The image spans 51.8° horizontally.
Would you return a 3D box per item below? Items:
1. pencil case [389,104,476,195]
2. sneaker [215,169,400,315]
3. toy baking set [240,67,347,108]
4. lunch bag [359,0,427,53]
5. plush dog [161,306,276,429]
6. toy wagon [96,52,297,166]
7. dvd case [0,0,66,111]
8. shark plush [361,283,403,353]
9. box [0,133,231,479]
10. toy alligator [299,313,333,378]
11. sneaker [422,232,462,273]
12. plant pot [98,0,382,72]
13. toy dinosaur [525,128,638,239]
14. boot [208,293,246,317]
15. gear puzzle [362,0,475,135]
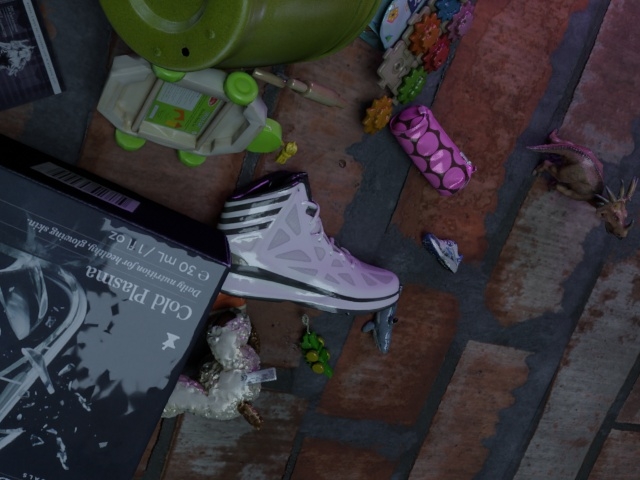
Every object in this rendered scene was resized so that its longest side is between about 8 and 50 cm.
[{"bbox_3d":[0.241,-0.195,1.408,0.098,0.095,0.209,-26,126,31],"label":"pencil case"},{"bbox_3d":[0.000,0.000,1.349,0.447,0.169,0.257,9,102,-28],"label":"sneaker"},{"bbox_3d":[-0.049,-0.283,1.183,0.256,0.197,0.030,7,110,-51],"label":"toy baking set"},{"bbox_3d":[0.109,-0.497,1.202,0.262,0.160,0.223,33,95,-38],"label":"lunch bag"},{"bbox_3d":[-0.189,0.285,1.364,0.210,0.225,0.262,41,87,-1],"label":"plush dog"},{"bbox_3d":[-0.203,-0.215,1.152,0.344,0.267,0.068,13,65,-26],"label":"toy wagon"},{"bbox_3d":[-0.541,-0.287,1.063,0.221,0.018,0.164,-28,129,-28],"label":"dvd case"},{"bbox_3d":[0.167,0.181,1.541,0.073,0.067,0.161,25,100,-27],"label":"shark plush"},{"bbox_3d":[-0.458,0.126,1.073,0.480,0.297,0.471,24,96,-13],"label":"box"},{"bbox_3d":[-0.024,0.242,1.505,0.051,0.056,0.189,-8,121,27],"label":"toy alligator"},{"bbox_3d":[0.287,0.017,1.538,0.058,0.052,0.135,-51,127,-8],"label":"sneaker"},{"bbox_3d":[-0.123,-0.399,0.948,0.366,0.353,0.366,12,122,20],"label":"plant pot"},{"bbox_3d":[0.607,-0.148,1.503,0.296,0.200,0.127,37,94,-28],"label":"toy dinosaur"},{"bbox_3d":[-0.231,0.116,1.373,0.158,0.059,0.084,-7,110,-27],"label":"boot"},{"bbox_3d":[0.192,-0.350,1.308,0.339,0.044,0.175,-53,151,5],"label":"gear puzzle"}]
